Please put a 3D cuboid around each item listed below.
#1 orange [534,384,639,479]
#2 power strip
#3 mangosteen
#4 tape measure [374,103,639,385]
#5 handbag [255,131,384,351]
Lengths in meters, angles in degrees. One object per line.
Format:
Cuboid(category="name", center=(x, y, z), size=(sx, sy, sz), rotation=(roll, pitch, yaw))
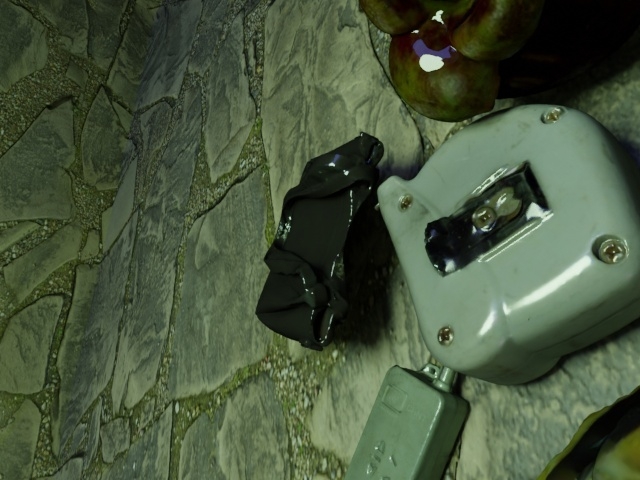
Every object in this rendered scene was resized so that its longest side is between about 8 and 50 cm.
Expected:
Cuboid(category="orange", center=(0.251, 0.238, 0.219), size=(0.271, 0.210, 0.369), rotation=(-41, 38, -2))
Cuboid(category="power strip", center=(0.089, 0.241, 0.587), size=(0.093, 0.053, 0.288), rotation=(21, 90, 56))
Cuboid(category="mangosteen", center=(0.168, -0.280, 0.518), size=(0.306, 0.307, 0.347), rotation=(-9, 28, 52))
Cuboid(category="tape measure", center=(0.182, -0.007, 0.534), size=(0.265, 0.130, 0.258), rotation=(-43, 39, 31))
Cuboid(category="handbag", center=(-0.001, 0.000, 0.738), size=(0.257, 0.113, 0.286), rotation=(169, 120, -75))
